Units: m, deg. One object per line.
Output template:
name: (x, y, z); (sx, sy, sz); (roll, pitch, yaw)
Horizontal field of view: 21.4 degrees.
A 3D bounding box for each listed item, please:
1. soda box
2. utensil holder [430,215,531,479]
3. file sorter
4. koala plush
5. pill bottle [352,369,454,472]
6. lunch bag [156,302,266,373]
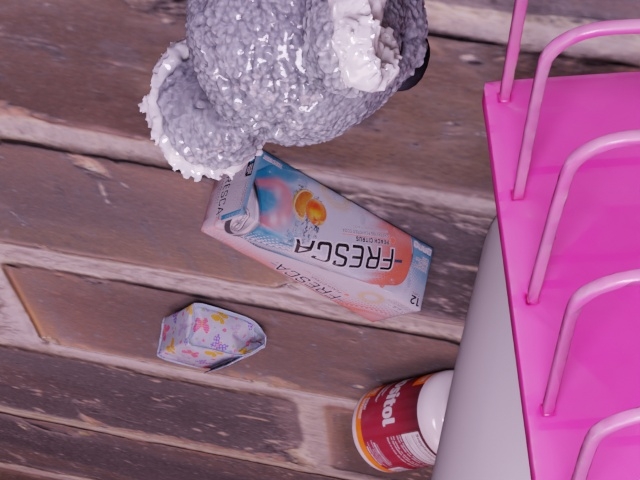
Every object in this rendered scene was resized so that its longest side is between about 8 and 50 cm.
soda box: (0.000, 0.000, 1.322); (0.183, 0.058, 0.063); (28, 152, -30)
utensil holder: (0.235, 0.192, 1.218); (0.327, 0.386, 0.328); (11, 155, 5)
file sorter: (0.205, -0.008, 0.875); (0.202, 0.291, 0.182); (-4, 151, -1)
koala plush: (-0.005, -0.140, 0.823); (0.203, 0.221, 0.196); (29, 152, -30)
pill bottle: (0.106, 0.168, 1.596); (0.086, 0.086, 0.152); (28, 151, -29)
lunch bag: (-0.100, 0.095, 1.588); (0.083, 0.053, 0.071); (16, 159, -28)
